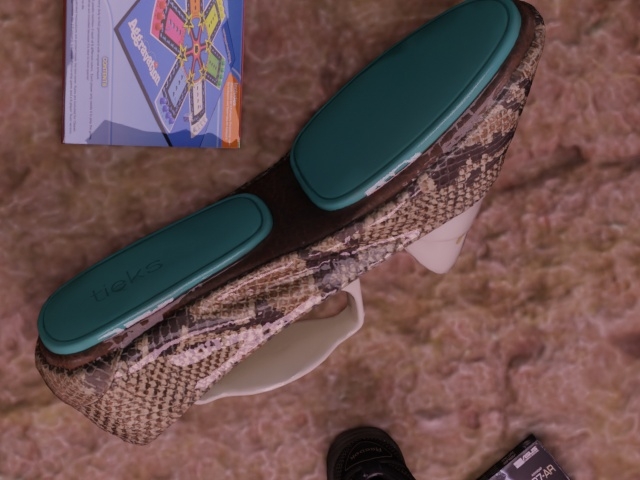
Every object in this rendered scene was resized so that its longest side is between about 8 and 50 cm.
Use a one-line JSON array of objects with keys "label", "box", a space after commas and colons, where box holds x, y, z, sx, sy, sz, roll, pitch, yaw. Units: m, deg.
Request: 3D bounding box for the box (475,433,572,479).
[{"label": "box", "box": [0.174, 0.220, 1.495, 0.083, 0.018, 0.067, -39, 104, 0]}]

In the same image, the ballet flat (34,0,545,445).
[{"label": "ballet flat", "box": [0.000, 0.000, 1.377, 0.483, 0.164, 0.182, -36, 125, 5]}]

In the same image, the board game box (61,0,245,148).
[{"label": "board game box", "box": [-0.131, -0.215, 1.365, 0.145, 0.027, 0.281, 1, 100, -7]}]

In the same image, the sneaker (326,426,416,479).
[{"label": "sneaker", "box": [0.065, 0.279, 1.435, 0.087, 0.130, 0.227, -14, 104, -4]}]
